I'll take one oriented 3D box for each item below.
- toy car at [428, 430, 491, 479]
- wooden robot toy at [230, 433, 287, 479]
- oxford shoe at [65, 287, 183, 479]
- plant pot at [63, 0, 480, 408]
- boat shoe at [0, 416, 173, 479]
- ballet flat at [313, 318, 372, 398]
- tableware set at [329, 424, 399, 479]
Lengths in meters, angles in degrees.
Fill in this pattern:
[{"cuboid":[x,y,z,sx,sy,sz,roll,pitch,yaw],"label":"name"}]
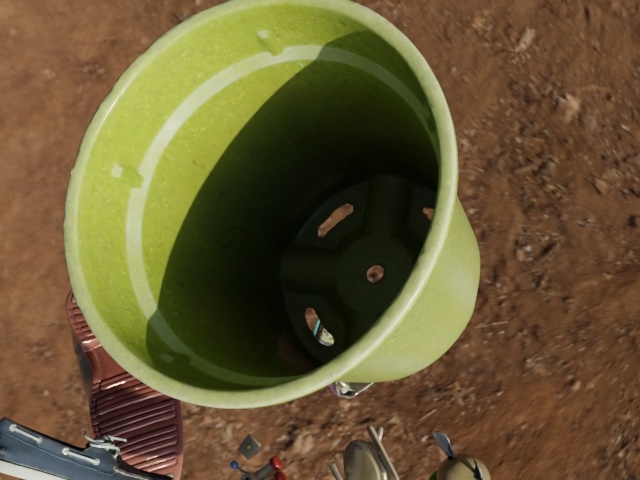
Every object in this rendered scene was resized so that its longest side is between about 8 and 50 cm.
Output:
[{"cuboid":[0.209,0.389,1.551,0.155,0.149,0.188,35,141,39],"label":"toy car"},{"cuboid":[-0.067,0.365,1.445,0.076,0.079,0.173,-35,50,15],"label":"wooden robot toy"},{"cuboid":[-0.311,0.252,1.616,0.140,0.146,0.397,-11,57,-18],"label":"oxford shoe"},{"cuboid":[0.000,0.000,0.737,0.276,0.254,0.276,-7,72,22],"label":"plant pot"},{"cuboid":[-0.315,0.297,1.346,0.254,0.095,0.079,14,78,-6],"label":"boat shoe"},{"cuboid":[0.034,0.131,1.148,0.079,0.221,0.077,37,69,14],"label":"ballet flat"},{"cuboid":[0.092,0.344,1.291,0.194,0.039,0.128,61,141,23],"label":"tableware set"}]
